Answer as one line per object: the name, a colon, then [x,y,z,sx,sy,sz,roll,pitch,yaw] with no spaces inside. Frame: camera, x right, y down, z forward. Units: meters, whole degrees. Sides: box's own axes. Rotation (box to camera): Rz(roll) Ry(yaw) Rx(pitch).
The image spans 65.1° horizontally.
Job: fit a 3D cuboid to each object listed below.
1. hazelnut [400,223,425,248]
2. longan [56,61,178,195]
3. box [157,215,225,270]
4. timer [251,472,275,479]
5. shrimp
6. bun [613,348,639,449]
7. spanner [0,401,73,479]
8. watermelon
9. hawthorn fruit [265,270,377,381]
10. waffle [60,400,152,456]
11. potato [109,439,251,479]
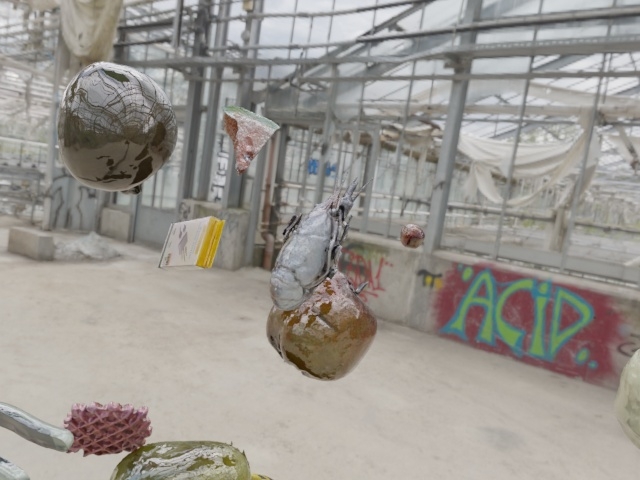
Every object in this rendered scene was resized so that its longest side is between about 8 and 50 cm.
hazelnut: [0.280,-0.013,1.544,0.086,0.086,0.086,8,6,-1]
longan: [-0.440,-0.238,1.112,0.243,0.300,0.300,7,5,18]
box: [-0.326,0.009,1.244,0.033,0.129,0.247,26,-21,-36]
timer: [-0.243,0.826,1.432,0.387,0.376,0.376,46,-16,-31]
shrimp: [0.002,-0.001,1.067,0.116,0.343,0.145,20,-17,44]
bun: [0.348,0.136,0.410,0.183,0.183,0.102,8,28,-7]
spanner: [-0.466,0.230,0.637,0.325,0.040,0.095,13,29,20]
watermelon: [-0.154,-0.214,1.133,0.121,0.158,0.098,-8,-16,-24]
hawthorn fruit: [0.016,0.205,1.297,0.268,0.301,0.267,37,-16,12]
waffle: [-0.573,0.510,1.350,0.234,0.221,0.055,12,32,-24]
potato: [-0.348,0.607,1.204,0.359,0.219,0.269,-13,21,7]
